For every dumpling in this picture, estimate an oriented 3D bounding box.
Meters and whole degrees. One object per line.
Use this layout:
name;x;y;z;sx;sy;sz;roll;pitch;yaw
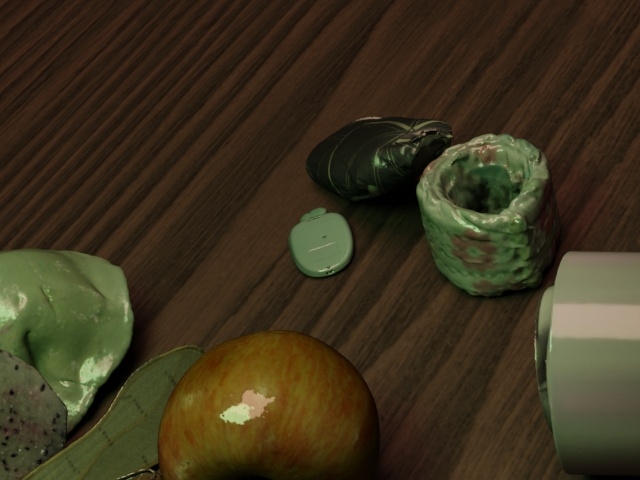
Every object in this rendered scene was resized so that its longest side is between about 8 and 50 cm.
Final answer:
dumpling;-0.427;0.140;2.077;0.320;0.270;0.212;-39;12;15

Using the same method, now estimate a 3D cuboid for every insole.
insole;-0.255;0.255;1.904;0.348;0.119;0.009;-39;8;-33

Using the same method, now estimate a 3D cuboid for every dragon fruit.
dragon fruit;-0.455;0.280;1.909;0.204;0.221;0.283;149;133;-62

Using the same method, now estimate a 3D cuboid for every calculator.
calculator;0.000;0.000;2.175;0.095;0.021;0.153;-19;41;2

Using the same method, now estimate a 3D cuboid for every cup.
cup;0.432;0.139;1.632;0.371;0.253;0.253;0;42;20

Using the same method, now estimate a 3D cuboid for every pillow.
pillow;0.083;-0.128;2.173;0.161;0.092;0.335;-40;14;-12

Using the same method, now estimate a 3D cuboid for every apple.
apple;-0.058;0.226;1.741;0.264;0.264;0.264;-13;38;10

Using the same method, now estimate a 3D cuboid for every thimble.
thimble;0.234;-0.032;2.005;0.185;0.149;0.211;-23;37;-5

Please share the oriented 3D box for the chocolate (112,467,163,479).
chocolate;-0.257;0.380;1.777;0.214;0.093;0.148;-28;37;-11
